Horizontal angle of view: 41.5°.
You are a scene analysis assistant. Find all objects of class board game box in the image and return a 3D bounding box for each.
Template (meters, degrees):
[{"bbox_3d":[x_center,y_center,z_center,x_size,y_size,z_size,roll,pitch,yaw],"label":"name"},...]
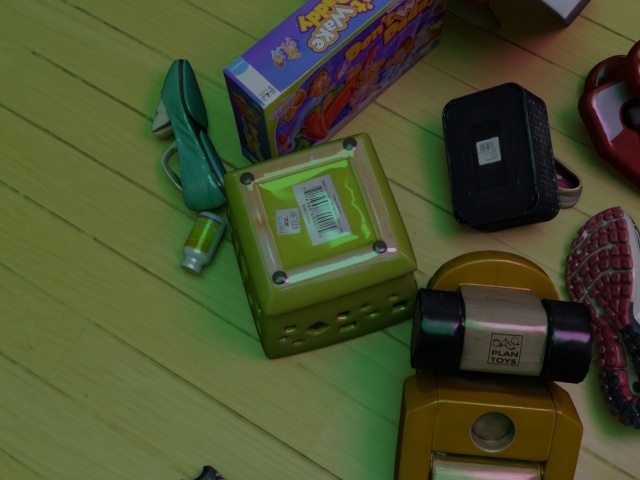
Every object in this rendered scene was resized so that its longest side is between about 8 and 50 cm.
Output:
[{"bbox_3d":[0.031,-0.256,1.170,0.347,0.233,0.078,-42,75,-13],"label":"board game box"}]

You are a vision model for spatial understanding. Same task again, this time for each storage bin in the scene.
[{"bbox_3d":[0.245,-0.110,1.154,0.122,0.084,0.180,-13,78,34],"label":"storage bin"}]

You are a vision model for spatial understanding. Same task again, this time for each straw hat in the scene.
[{"bbox_3d":[0.225,-0.381,1.262,0.144,0.061,0.144,22,34,-16],"label":"straw hat"}]

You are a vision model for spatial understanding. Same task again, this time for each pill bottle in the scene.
[{"bbox_3d":[-0.165,0.005,1.179,0.043,0.043,0.083,20,71,8],"label":"pill bottle"}]

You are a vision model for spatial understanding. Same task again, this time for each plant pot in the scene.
[{"bbox_3d":[0.000,0.000,1.093,0.227,0.207,0.228,-17,70,-5],"label":"plant pot"}]

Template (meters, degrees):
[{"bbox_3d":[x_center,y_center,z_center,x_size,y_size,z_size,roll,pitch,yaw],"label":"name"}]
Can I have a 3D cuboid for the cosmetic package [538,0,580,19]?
[{"bbox_3d":[0.252,-0.414,1.139,0.284,0.377,0.097,39,110,6],"label":"cosmetic package"}]

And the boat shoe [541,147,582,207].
[{"bbox_3d":[0.302,-0.114,1.206,0.170,0.059,0.063,34,75,13],"label":"boat shoe"}]

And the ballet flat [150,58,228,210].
[{"bbox_3d":[-0.199,-0.150,1.219,0.087,0.083,0.247,-23,69,8],"label":"ballet flat"}]

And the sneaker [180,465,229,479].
[{"bbox_3d":[-0.170,0.332,1.068,0.119,0.047,0.057,-38,54,-13],"label":"sneaker"}]

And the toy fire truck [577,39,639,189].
[{"bbox_3d":[0.531,-0.179,1.186,0.302,0.169,0.254,-26,90,-7],"label":"toy fire truck"}]

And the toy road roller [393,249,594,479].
[{"bbox_3d":[0.204,0.174,1.060,0.202,0.240,0.330,5,108,2],"label":"toy road roller"}]

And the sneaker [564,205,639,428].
[{"bbox_3d":[0.412,0.099,1.113,0.112,0.121,0.299,5,66,-29],"label":"sneaker"}]
